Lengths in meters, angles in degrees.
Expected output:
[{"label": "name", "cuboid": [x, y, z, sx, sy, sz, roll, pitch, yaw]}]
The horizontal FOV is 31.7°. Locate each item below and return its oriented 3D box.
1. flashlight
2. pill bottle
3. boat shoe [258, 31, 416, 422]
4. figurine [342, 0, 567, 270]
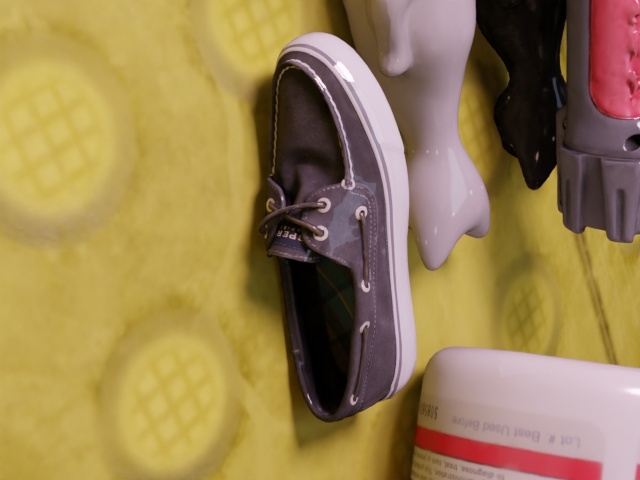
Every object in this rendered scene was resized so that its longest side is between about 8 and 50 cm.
[{"label": "flashlight", "cuboid": [0.199, -0.150, 0.699, 0.103, 0.103, 0.304, -72, 158, -68]}, {"label": "pill bottle", "cuboid": [0.155, 0.281, 0.714, 0.229, 0.229, 0.408, 14, 82, -47]}, {"label": "boat shoe", "cuboid": [0.000, 0.000, 0.647, 0.076, 0.080, 0.229, -30, 121, -44]}, {"label": "figurine", "cuboid": [0.106, -0.109, 0.750, 0.215, 0.092, 0.210, -36, 122, -40]}]
